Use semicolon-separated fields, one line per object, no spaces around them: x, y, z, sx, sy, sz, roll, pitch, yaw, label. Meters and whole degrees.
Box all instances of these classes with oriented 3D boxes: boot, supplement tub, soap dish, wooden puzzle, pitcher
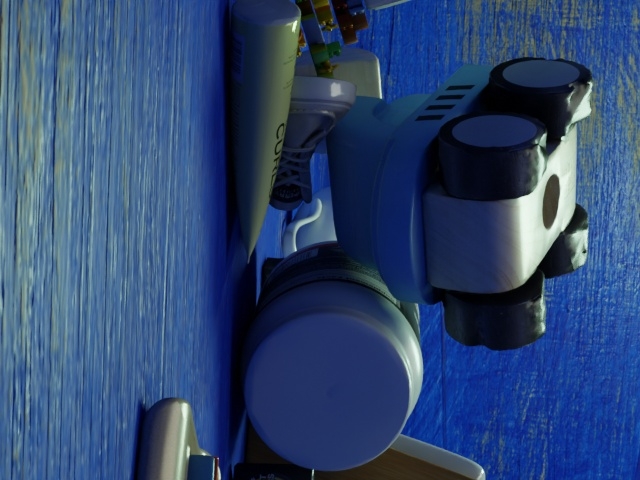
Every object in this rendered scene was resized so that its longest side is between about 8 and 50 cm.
-0.022;-0.091;1.379;0.258;0.095;0.123;159;-65;-84;boot
0.014;0.119;1.497;0.272;0.191;0.191;-78;171;-75;supplement tub
0.044;0.316;1.622;0.229;0.291;0.118;91;23;-48;soap dish
-0.091;0.234;0.933;0.238;0.044;0.221;84;9;-72;wooden puzzle
0.000;0.000;2.074;0.177;0.125;0.207;70;29;-42;pitcher

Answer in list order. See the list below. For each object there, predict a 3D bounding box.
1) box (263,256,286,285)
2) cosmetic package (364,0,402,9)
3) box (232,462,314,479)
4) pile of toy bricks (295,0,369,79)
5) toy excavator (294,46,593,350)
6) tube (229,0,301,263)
-0.044;0.067;1.704;0.062;0.052;0.083;-81;172;-80;box
0.072;-0.452;1.479;0.217;0.156;0.385;-72;145;-80;cosmetic package
-0.054;0.469;1.466;0.395;0.097;0.318;90;2;-51;box
-0.004;-0.199;1.423;0.212;0.118;0.105;-13;86;-87;pile of toy bricks
0.084;-0.103;1.544;0.433;0.445;0.222;-46;139;-51;toy excavator
-0.055;-0.103;1.257;0.070;0.062;0.240;-28;137;-40;tube
